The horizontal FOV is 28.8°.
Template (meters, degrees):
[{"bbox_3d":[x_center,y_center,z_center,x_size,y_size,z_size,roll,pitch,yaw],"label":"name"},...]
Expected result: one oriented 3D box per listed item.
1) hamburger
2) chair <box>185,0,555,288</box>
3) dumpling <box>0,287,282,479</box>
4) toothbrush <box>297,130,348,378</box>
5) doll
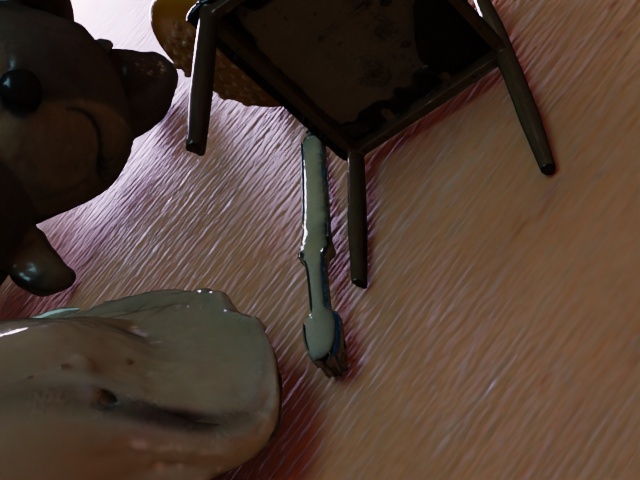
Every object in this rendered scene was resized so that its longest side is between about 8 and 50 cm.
[{"bbox_3d":[-0.066,-0.187,1.053,0.162,0.162,0.115,-1,54,55],"label":"hamburger"},{"bbox_3d":[0.027,-0.135,0.824,0.166,0.188,0.272,-32,35,27],"label":"chair"},{"bbox_3d":[-0.212,0.124,0.799,0.395,0.233,0.315,-26,29,11],"label":"dumpling"},{"bbox_3d":[-0.002,-0.005,0.859,0.026,0.028,0.294,-19,34,9],"label":"toothbrush"},{"bbox_3d":[-0.349,-0.090,1.251,0.379,0.252,0.382,-3,45,54],"label":"doll"}]
